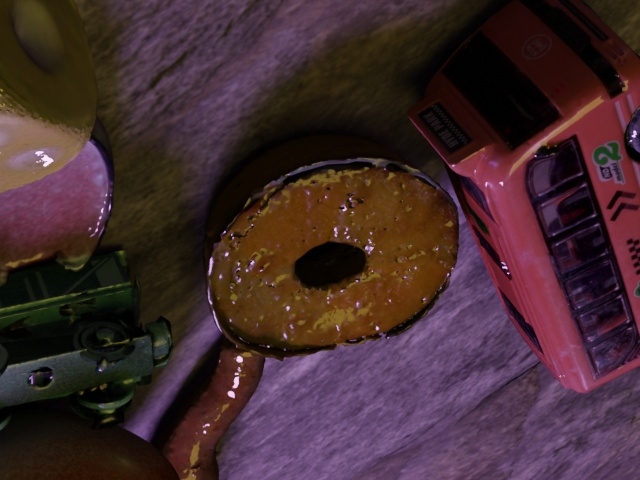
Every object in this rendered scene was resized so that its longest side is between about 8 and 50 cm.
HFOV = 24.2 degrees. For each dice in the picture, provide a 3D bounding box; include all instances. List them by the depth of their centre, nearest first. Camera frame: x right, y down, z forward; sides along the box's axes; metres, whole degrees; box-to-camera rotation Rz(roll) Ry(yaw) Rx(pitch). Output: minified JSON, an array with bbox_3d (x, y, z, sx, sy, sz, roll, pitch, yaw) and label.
[{"bbox_3d":[-0.292,-0.136,1.184,0.169,0.169,0.166,-20,162,22],"label":"dice"}]

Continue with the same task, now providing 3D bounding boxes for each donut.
[{"bbox_3d":[0.000,0.000,1.541,0.272,0.107,0.272,-11,127,-15],"label":"donut"}]

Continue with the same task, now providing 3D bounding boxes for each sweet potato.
[{"bbox_3d":[-0.151,0.264,1.677,0.109,0.109,0.385,6,111,-32],"label":"sweet potato"}]

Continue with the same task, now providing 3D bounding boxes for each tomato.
[{"bbox_3d":[-0.292,0.296,1.499,0.303,0.303,0.239,-40,110,7],"label":"tomato"}]

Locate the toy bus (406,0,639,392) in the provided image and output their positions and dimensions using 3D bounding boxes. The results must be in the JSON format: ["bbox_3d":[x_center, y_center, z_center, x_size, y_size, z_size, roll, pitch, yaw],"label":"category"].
[{"bbox_3d":[0.262,-0.046,1.567,0.233,0.203,0.427,-32,135,-3],"label":"toy bus"}]

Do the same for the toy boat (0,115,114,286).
[{"bbox_3d":[-0.270,-0.056,1.376,0.155,0.085,0.227,-12,142,-23],"label":"toy boat"}]

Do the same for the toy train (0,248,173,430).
[{"bbox_3d":[-0.280,0.110,1.435,0.269,0.154,0.115,-13,123,-18],"label":"toy train"}]
